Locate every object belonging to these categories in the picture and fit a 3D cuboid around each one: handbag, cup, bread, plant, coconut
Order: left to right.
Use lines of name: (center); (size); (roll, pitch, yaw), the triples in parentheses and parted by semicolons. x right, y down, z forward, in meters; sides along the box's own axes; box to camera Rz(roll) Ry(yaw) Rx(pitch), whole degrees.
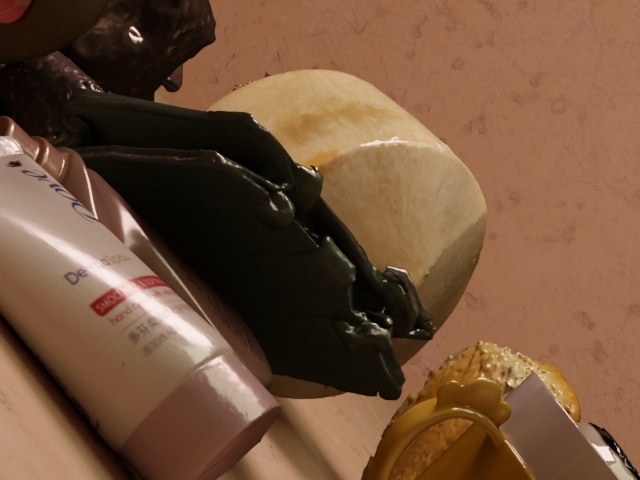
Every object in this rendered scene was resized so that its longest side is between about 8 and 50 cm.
plant: (-0.210, -0.098, 1.283); (0.143, 0.092, 0.094); (46, -7, 13)
plant: (-0.205, -0.212, 1.444); (0.199, 0.188, 0.276); (49, -15, 3)
handbag: (-0.069, 0.002, 1.103); (0.260, 0.079, 0.247); (5, -37, 46)
coconut: (0.000, 0.000, 1.445); (0.323, 0.323, 0.323); (51, 2, -2)
bread: (0.143, 0.211, 1.493); (0.121, 0.245, 0.174); (39, 6, -24)
cup: (0.115, 0.207, 1.067); (0.241, 0.226, 0.185); (49, 4, -25)

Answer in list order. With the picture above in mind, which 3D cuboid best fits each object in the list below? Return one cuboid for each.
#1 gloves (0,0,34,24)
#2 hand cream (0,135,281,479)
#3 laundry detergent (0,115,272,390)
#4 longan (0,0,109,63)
gloves: (-0.292, -0.202, 0.961); (0.241, 0.126, 0.145); (7, 41, -45)
hand cream: (-0.130, 0.029, 0.838); (0.248, 0.083, 0.133); (46, 18, 9)
laundry detergent: (-0.126, 0.027, 0.968); (0.237, 0.076, 0.171); (50, 1, -36)
longan: (-0.261, -0.254, 1.187); (0.246, 0.246, 0.215); (53, -12, 34)
